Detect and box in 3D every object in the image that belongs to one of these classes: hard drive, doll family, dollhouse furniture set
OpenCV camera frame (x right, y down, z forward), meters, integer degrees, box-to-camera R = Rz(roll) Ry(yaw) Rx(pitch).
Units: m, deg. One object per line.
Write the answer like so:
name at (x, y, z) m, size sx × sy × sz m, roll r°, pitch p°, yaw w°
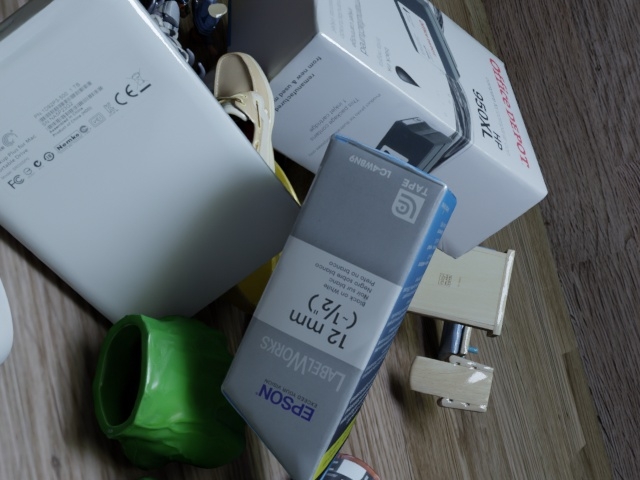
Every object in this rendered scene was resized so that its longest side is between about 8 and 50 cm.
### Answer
hard drive at (-0.168, -0.057, 0.750) m, size 0.307 × 0.203 × 0.040 m, roll 52°, pitch 4°, yaw -39°
doll family at (-0.159, -0.316, 1.060) m, size 0.076 × 0.111 × 0.193 m, roll -1°, pitch 79°, yaw -24°
dollhouse furniture set at (0.176, 0.134, 1.493) m, size 0.303 × 0.198 × 0.286 m, roll 101°, pitch 2°, yaw -78°

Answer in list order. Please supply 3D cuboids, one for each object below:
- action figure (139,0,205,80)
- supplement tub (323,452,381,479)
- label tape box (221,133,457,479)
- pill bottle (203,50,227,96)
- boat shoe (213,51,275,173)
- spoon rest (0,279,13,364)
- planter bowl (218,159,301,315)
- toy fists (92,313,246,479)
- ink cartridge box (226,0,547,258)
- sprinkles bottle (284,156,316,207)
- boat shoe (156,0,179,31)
action figure at (-0.188, -0.169, 0.855) m, size 0.276 × 0.141 × 0.164 m, roll 81°, pitch -8°, yaw -71°
supplement tub at (-0.003, 0.320, 0.954) m, size 0.106 × 0.106 × 0.198 m, roll 69°, pitch 25°, yaw -9°
label tape box at (0.007, 0.090, 0.833) m, size 0.348 × 0.115 × 0.249 m, roll -64°, pitch 170°, yaw 4°
pill bottle at (-0.114, -0.189, 1.094) m, size 0.065 × 0.065 × 0.116 m, roll 61°, pitch 28°, yaw -25°
boat shoe at (-0.084, -0.123, 0.907) m, size 0.059 × 0.063 × 0.170 m, roll 26°, pitch 50°, yaw -64°
spoon rest at (-0.291, -0.016, 0.598) m, size 0.276 × 0.084 × 0.137 m, roll 65°, pitch 26°, yaw -19°
planter bowl at (-0.099, -0.002, 0.975) m, size 0.217 × 0.090 × 0.217 m, roll 45°, pitch 35°, yaw -44°
toy fists at (-0.131, 0.203, 0.769) m, size 0.142 × 0.096 × 0.279 m, roll 25°, pitch 57°, yaw -44°
ink cartridge box at (0.082, -0.195, 1.130) m, size 0.395 × 0.166 × 0.285 m, roll 29°, pitch 39°, yaw -32°
sprinkles bottle at (0.000, 0.000, 1.145) m, size 0.121 × 0.121 × 0.355 m, roll 49°, pitch 34°, yaw -41°
boat shoe at (-0.186, -0.228, 1.007) m, size 0.035 × 0.035 × 0.100 m, roll 50°, pitch 43°, yaw -69°
